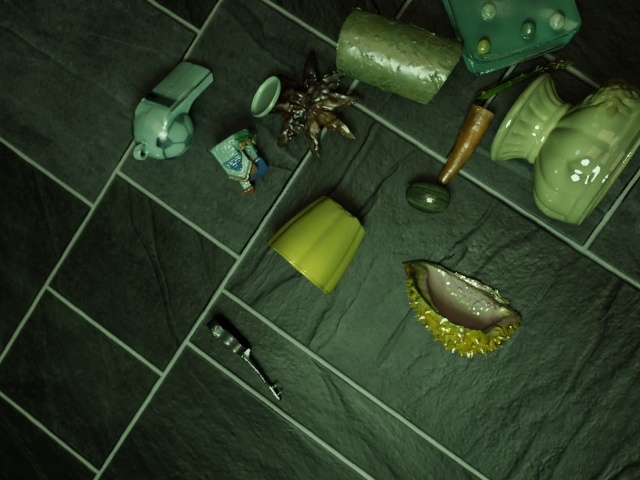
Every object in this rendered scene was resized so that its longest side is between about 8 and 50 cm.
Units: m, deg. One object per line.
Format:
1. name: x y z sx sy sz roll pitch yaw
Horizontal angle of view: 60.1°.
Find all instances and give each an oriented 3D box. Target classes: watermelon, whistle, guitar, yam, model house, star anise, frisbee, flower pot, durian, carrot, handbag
1. watermelon: 0.251 -0.103 1.308 0.111 0.078 0.078 15 93 15
2. whistle: -0.375 -0.302 1.392 0.163 0.163 0.289 27 58 8
3. guitar: -0.180 0.295 1.394 0.038 0.084 0.271 -42 91 6
4. yam: 0.174 -0.420 1.270 0.268 0.161 0.161 20 94 2
5. model house: -0.183 -0.187 1.357 0.119 0.148 0.148 -29 99 4
6. star anise: -0.022 -0.336 1.335 0.272 0.102 0.272 -1 88 13
7. frisbee: -0.132 -0.351 1.357 0.014 0.110 0.110 26 97 -36
8. flower pot: 0.000 0.000 1.307 0.195 0.195 0.179 39 84 7
9. durian: 0.297 0.166 1.252 0.305 0.195 0.185 35 103 5
10. carrot: 0.334 -0.215 1.308 0.061 0.061 0.209 29 100 8
11. handbag: 0.425 -0.545 1.261 0.269 0.100 0.274 -16 89 10
12. flower pot: 0.520 -0.210 1.165 0.244 0.307 0.307 35 96 21

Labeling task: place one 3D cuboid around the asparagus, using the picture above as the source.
1. asparagus: 0.469 -0.378 1.292 0.236 0.027 0.034 -21 67 8
